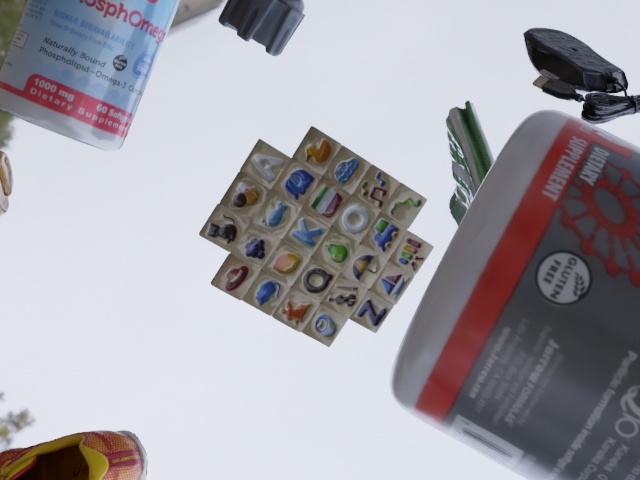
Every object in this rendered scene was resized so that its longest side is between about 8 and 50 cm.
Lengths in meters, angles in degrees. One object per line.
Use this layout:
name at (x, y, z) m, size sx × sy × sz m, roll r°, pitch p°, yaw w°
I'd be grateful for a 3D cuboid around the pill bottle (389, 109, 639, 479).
pill bottle at (0.242, 0.088, 0.595) m, size 0.362 × 0.210 × 0.210 m, roll 28°, pitch -136°, yaw 10°

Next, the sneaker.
sneaker at (-0.193, 0.157, 0.648) m, size 0.175 × 0.064 × 0.067 m, roll -27°, pitch 160°, yaw 25°

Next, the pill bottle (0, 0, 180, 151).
pill bottle at (-0.138, -0.143, 0.633) m, size 0.087 × 0.087 × 0.160 m, roll 27°, pitch -84°, yaw 57°

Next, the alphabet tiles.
alphabet tiles at (0.000, 0.000, 1.554) m, size 0.285 × 0.342 × 0.011 m, roll -57°, pitch -157°, yaw 6°

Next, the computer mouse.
computer mouse at (0.352, -0.226, 1.436) m, size 0.184 × 0.060 × 0.262 m, roll -11°, pitch -141°, yaw -33°

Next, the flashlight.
flashlight at (0.001, -0.350, 1.109) m, size 0.304 × 0.103 × 0.103 m, roll -60°, pitch -172°, yaw 11°

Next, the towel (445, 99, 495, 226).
towel at (0.211, -0.004, 1.284) m, size 0.038 × 0.325 × 0.248 m, roll -18°, pitch -110°, yaw 0°

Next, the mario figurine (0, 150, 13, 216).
mario figurine at (-0.431, -0.036, 0.831) m, size 0.320 × 0.170 × 0.198 m, roll -16°, pitch -112°, yaw 1°
